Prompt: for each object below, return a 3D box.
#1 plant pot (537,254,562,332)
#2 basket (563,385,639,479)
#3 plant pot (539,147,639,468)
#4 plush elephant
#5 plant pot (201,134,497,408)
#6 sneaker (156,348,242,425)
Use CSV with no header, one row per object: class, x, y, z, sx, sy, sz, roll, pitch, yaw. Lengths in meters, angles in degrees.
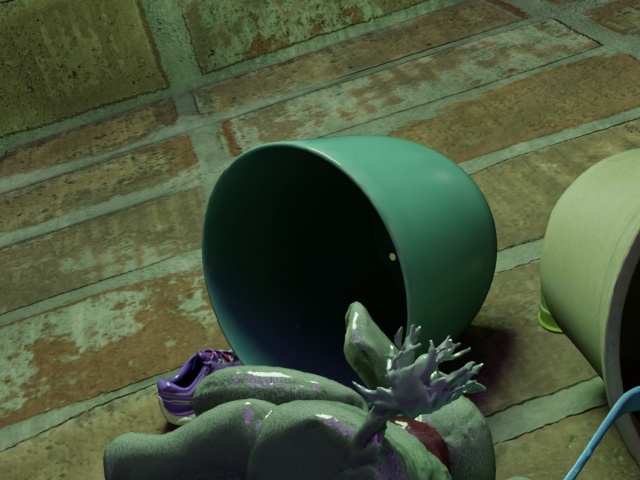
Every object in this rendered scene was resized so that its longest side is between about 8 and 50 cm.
plant pot,0.275,0.048,1.238,0.083,0.079,0.083,-15,24,7
basket,0.247,0.230,0.634,0.289,0.201,0.255,32,48,23
plant pot,0.346,0.042,0.966,0.334,0.333,0.305,-19,12,-5
plush elephant,0.037,0.197,0.895,0.330,0.255,0.272,-44,63,15
plant pot,0.055,0.015,1.221,0.293,0.292,0.235,7,19,42
sneaker,-0.109,0.148,1.280,0.170,0.071,0.068,-28,26,-26
